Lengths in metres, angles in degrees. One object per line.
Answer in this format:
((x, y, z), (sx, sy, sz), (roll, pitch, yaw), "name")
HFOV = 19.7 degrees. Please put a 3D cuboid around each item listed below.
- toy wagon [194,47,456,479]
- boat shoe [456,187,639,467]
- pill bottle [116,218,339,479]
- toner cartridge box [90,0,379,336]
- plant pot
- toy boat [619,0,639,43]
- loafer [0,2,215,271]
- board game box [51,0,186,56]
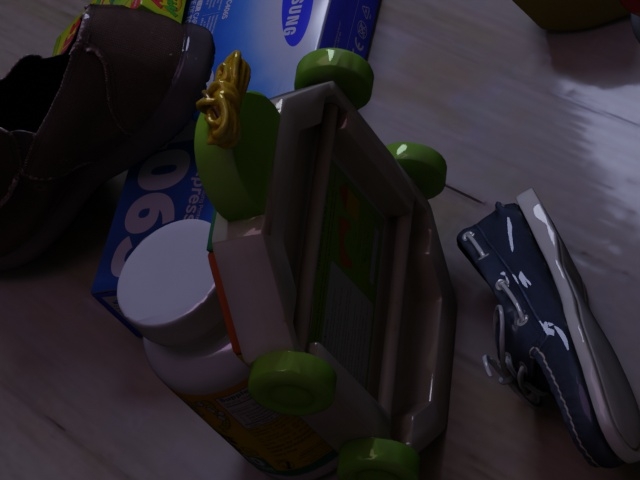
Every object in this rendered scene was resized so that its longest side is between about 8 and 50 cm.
((0.000, 0.000, 1.237), (0.068, 0.344, 0.267), (-13, 52, 27), "toy wagon")
((0.152, 0.064, 1.267), (0.079, 0.095, 0.254), (-27, 45, 11), "boat shoe")
((-0.053, 0.077, 1.309), (0.117, 0.208, 0.117), (-17, 50, 22), "pill bottle")
((-0.065, -0.091, 1.539), (0.165, 0.075, 0.348), (-6, 54, 29), "toner cartridge box")
((0.195, -0.214, 1.464), (0.083, 0.081, 0.081), (-27, 45, 29), "plant pot")
((0.320, -0.115, 1.278), (0.267, 0.148, 0.318), (-46, 53, 2), "toy boat")
((-0.235, -0.099, 1.552), (0.366, 0.130, 0.134), (-37, 34, 40), "loafer")
((-0.184, -0.186, 1.654), (0.181, 0.043, 0.092), (-37, 35, 42), "board game box")
